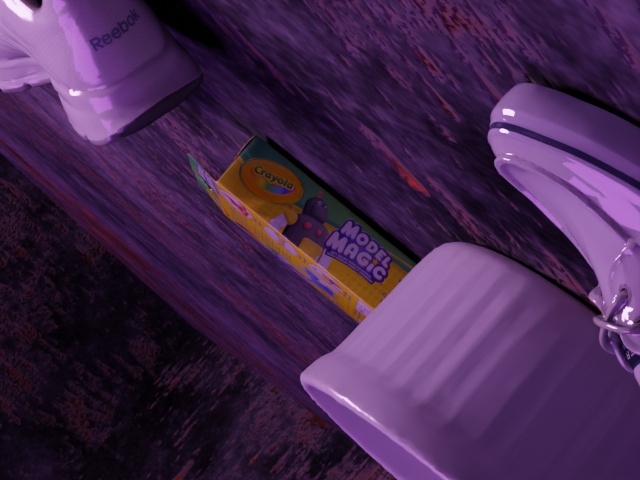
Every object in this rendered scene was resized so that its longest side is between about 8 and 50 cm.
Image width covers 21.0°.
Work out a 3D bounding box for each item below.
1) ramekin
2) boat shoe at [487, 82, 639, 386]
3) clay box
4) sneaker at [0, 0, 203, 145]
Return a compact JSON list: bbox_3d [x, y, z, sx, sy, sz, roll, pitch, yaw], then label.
[{"bbox_3d":[0.133,0.125,1.092,0.277,0.135,0.277,39,171,7],"label":"ramekin"},{"bbox_3d":[0.147,0.025,0.690,0.226,0.076,0.083,37,171,18],"label":"boat shoe"},{"bbox_3d":[0.000,0.000,1.306,0.222,0.053,0.127,40,172,6],"label":"clay box"},{"bbox_3d":[-0.186,-0.165,1.170,0.297,0.111,0.129,23,147,51],"label":"sneaker"}]
